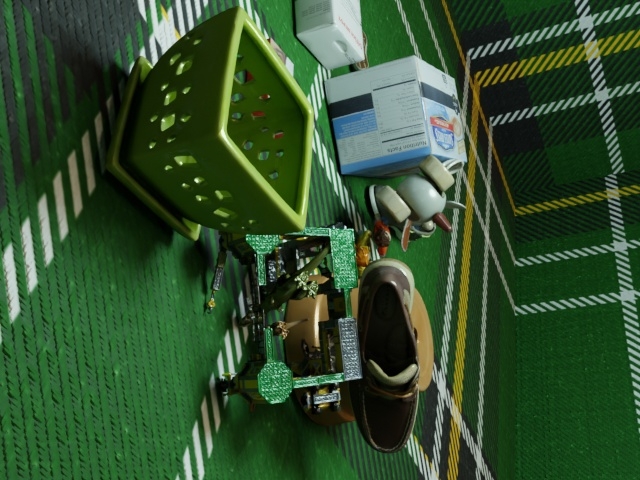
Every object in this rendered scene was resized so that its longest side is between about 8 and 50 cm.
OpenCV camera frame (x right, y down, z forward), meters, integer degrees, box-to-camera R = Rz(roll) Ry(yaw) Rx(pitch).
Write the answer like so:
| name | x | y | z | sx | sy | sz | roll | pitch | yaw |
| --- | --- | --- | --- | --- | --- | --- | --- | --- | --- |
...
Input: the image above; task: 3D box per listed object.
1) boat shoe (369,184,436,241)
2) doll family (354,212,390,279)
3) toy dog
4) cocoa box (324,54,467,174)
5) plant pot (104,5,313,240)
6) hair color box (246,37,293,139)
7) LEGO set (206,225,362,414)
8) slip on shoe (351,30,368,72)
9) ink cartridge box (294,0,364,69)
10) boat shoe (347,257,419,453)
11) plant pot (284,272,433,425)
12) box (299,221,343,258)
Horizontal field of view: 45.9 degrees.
| name | x | y | z | sx | sy | sz | roll | pitch | yaw |
| --- | --- | --- | --- | --- | --- | --- | --- | --- | --- |
| boat shoe | 0.213 | -0.076 | 1.962 | 0.305 | 0.091 | 0.109 | 35 | 49 | -58 |
| doll family | 0.110 | 0.075 | 1.660 | 0.163 | 0.119 | 0.262 | -77 | 156 | -76 |
| toy dog | 0.245 | -0.067 | 1.703 | 0.161 | 0.220 | 0.334 | 54 | 22 | 13 |
| cocoa box | 0.193 | -0.281 | 1.831 | 0.347 | 0.232 | 0.227 | -6 | 85 | -66 |
| plant pot | -0.151 | -0.140 | 1.028 | 0.227 | 0.207 | 0.228 | 49 | 38 | -48 |
| hair color box | -0.094 | -0.279 | 1.410 | 0.093 | 0.053 | 0.167 | 39 | 44 | -55 |
| LEGO set | -0.072 | 0.113 | 1.207 | 0.255 | 0.192 | 0.331 | -9 | 86 | -38 |
| slip on shoe | 0.096 | -0.482 | 1.946 | 0.041 | 0.052 | 0.135 | 118 | -34 | -61 |
| ink cartridge box | 0.018 | -0.534 | 1.711 | 0.172 | 0.100 | 0.237 | 32 | 51 | -59 |
| boat shoe | 0.106 | 0.207 | 1.235 | 0.123 | 0.123 | 0.341 | -74 | 167 | -75 |
| plant pot | 0.087 | 0.195 | 1.424 | 0.291 | 0.204 | 0.290 | -10 | 90 | -66 |
| box | 0.000 | 0.000 | 1.459 | 0.062 | 0.083 | 0.052 | -28 | 107 | -66 |
